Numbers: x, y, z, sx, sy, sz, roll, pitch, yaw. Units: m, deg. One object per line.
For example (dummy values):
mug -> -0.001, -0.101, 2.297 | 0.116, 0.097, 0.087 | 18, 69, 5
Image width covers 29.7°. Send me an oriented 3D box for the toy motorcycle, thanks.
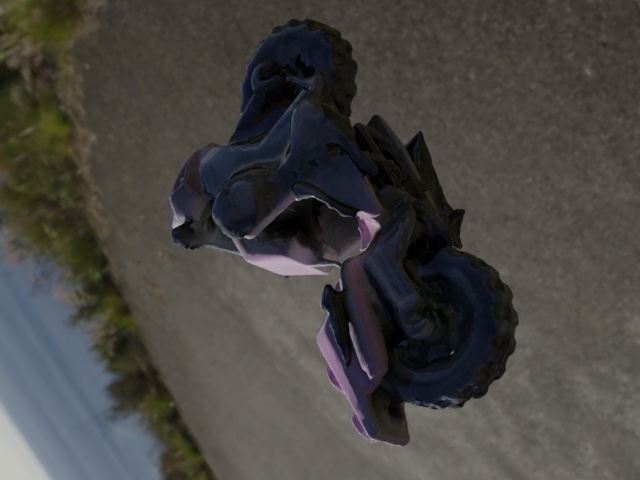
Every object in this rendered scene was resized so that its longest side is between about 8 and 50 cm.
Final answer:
toy motorcycle -> 0.000, 0.000, 0.829 | 0.143, 0.188, 0.327 | 22, -148, -50
